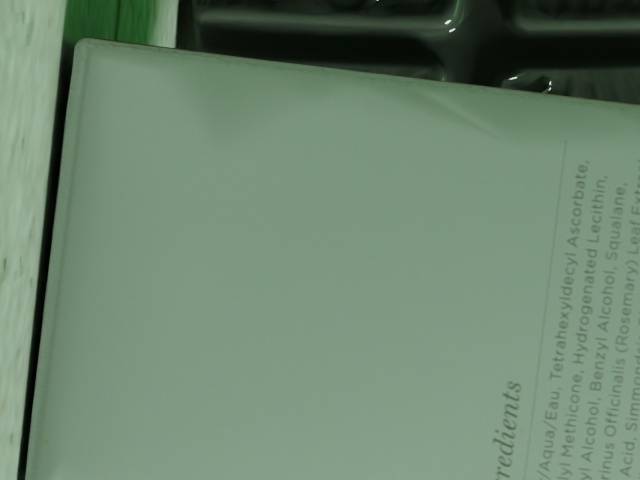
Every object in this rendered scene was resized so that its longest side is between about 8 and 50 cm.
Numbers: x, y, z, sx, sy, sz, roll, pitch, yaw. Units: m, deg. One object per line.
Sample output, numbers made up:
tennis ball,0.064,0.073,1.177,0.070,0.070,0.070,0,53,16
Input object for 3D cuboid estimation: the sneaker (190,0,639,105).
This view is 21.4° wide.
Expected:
sneaker,0.055,-0.182,0.625,0.257,0.169,0.448,12,82,-88

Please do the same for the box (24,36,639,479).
box,0.033,0.015,0.376,0.130,0.170,0.091,-63,161,-89
